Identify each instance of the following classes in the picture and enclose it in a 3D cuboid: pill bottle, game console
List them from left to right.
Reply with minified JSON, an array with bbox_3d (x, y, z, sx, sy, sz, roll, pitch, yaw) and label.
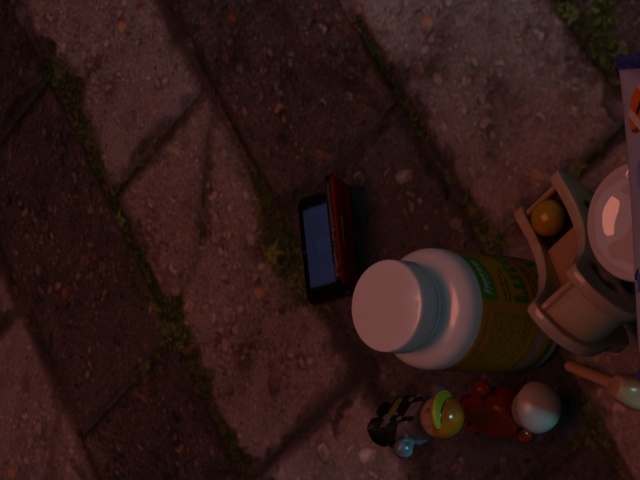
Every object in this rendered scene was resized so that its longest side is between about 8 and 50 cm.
[{"bbox_3d":[0.000,0.000,2.271,0.085,0.124,0.144,-10,78,15],"label":"game console"},{"bbox_3d":[0.153,0.080,2.007,0.136,0.245,0.136,-6,82,42],"label":"pill bottle"},{"bbox_3d":[0.382,-0.010,1.822,0.124,0.221,0.124,-7,80,43],"label":"pill bottle"}]

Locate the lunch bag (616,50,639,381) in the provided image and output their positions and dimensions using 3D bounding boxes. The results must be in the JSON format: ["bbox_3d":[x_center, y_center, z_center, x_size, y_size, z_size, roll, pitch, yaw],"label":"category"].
[{"bbox_3d":[0.483,-0.032,1.644,0.239,0.385,0.328,157,112,-68],"label":"lunch bag"}]

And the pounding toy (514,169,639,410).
[{"bbox_3d":[0.268,0.068,1.940,0.155,0.154,0.269,-46,44,29],"label":"pounding toy"}]

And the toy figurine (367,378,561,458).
[{"bbox_3d":[0.172,0.260,1.993,0.148,0.209,0.213,-14,77,52],"label":"toy figurine"}]
